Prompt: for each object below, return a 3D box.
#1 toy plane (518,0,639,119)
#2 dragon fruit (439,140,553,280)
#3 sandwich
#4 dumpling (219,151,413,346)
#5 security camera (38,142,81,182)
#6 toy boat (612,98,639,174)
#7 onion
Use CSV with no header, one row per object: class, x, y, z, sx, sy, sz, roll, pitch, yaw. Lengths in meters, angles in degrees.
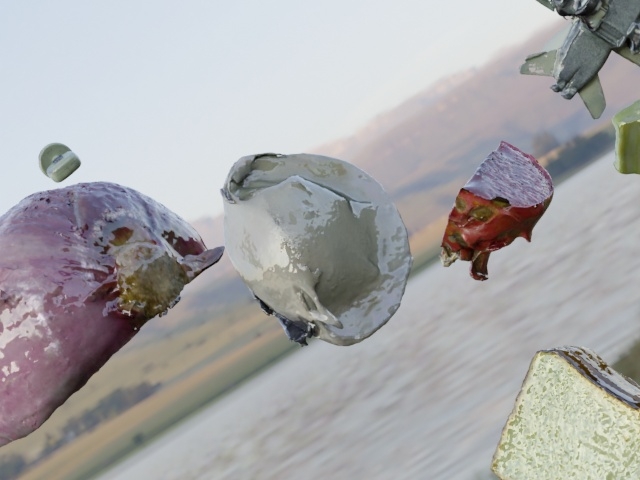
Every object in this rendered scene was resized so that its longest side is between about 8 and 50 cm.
toy plane,0.300,-0.254,1.283,0.262,0.192,0.088,-58,19,13
dragon fruit,0.281,-0.028,2.139,0.262,0.134,0.211,-47,-13,-55
sandwich,0.300,0.230,1.418,0.065,0.214,0.186,-4,-63,-49
dumpling,-0.012,0.012,1.661,0.204,0.293,0.163,-11,-33,-50
security camera,-0.370,-0.111,1.880,0.058,0.058,0.092,-31,16,-17
toy boat,0.492,-0.161,1.637,0.276,0.111,0.084,-26,35,-19
onion,-0.269,0.067,1.185,0.348,0.159,0.267,-34,8,42
